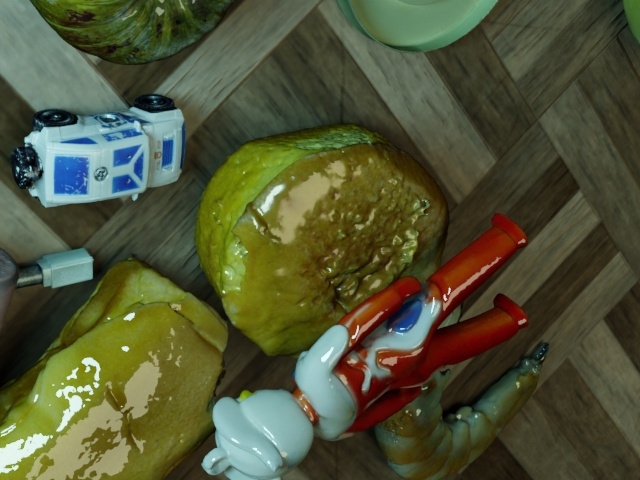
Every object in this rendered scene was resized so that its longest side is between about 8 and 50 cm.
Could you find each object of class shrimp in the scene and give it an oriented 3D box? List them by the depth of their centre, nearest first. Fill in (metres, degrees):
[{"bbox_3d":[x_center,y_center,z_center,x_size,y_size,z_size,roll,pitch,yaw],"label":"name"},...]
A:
[{"bbox_3d":[0.156,0.202,1.880,0.287,0.068,0.185,7,112,-42],"label":"shrimp"}]

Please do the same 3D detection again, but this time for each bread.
[{"bbox_3d":[-0.224,0.186,1.519,0.344,0.149,0.195,-46,134,-8],"label":"bread"},{"bbox_3d":[0.000,0.000,1.593,0.268,0.146,0.268,-18,127,-25],"label":"bread"}]

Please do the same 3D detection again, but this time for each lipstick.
[{"bbox_3d":[-0.265,0.032,1.487,0.107,0.025,0.025,-13,122,-26],"label":"lipstick"}]

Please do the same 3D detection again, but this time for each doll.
[{"bbox_3d":[0.048,0.123,1.564,0.384,0.099,0.188,-32,141,-23],"label":"doll"}]

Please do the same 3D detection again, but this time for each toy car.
[{"bbox_3d":[-0.197,-0.077,1.446,0.170,0.070,0.080,-12,122,-33],"label":"toy car"}]

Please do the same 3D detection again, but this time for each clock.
[{"bbox_3d":[0.111,-0.298,1.585,0.235,0.029,0.235,-19,125,-29],"label":"clock"}]

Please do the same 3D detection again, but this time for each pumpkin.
[{"bbox_3d":[-0.157,-0.252,1.327,0.219,0.162,0.219,-26,153,-15],"label":"pumpkin"}]

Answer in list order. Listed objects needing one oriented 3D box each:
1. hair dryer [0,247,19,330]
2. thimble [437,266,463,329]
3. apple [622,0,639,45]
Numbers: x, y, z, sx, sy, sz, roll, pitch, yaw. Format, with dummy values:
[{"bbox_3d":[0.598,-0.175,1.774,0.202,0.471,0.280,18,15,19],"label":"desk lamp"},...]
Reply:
[{"bbox_3d":[-0.446,0.078,1.330,0.352,0.125,0.210,13,108,-31],"label":"hair dryer"},{"bbox_3d":[0.090,0.068,1.727,0.115,0.102,0.090,-47,135,4],"label":"thimble"},{"bbox_3d":[0.422,-0.265,1.741,0.200,0.200,0.200,-18,125,-29],"label":"apple"}]
